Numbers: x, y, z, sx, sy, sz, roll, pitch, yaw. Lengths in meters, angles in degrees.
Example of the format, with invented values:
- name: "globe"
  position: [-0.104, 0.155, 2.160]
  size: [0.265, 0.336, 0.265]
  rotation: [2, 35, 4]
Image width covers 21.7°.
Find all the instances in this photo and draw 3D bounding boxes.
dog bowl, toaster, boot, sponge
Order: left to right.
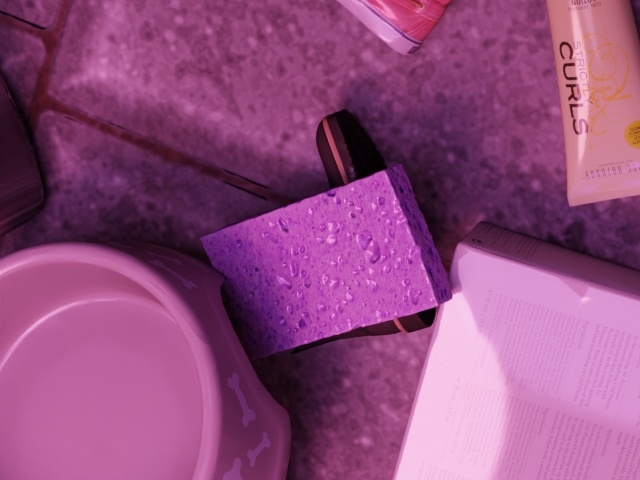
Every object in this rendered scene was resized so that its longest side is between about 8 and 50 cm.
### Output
- name: "toaster"
  position: [-0.332, -0.069, 1.461]
  size: [0.129, 0.146, 0.227]
  rotation: [-21, 95, 20]
- name: "dog bowl"
  position: [-0.202, 0.158, 1.382]
  size: [0.349, 0.102, 0.348]
  rotation: [-5, 75, 20]
- name: "boot"
  position: [0.000, 0.000, 1.422]
  size: [0.137, 0.077, 0.198]
  rotation: [-17, 96, 24]
- name: "sponge"
  position: [0.002, 0.021, 1.375]
  size: [0.210, 0.031, 0.117]
  rotation: [-19, 94, 38]

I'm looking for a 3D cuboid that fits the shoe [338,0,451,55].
- name: "shoe"
  position: [0.032, -0.237, 1.361]
  size: [0.178, 0.063, 0.081]
  rotation: [40, 111, -1]

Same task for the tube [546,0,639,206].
- name: "tube"
  position: [0.222, -0.148, 1.329]
  size: [0.070, 0.062, 0.240]
  rotation: [9, 116, 56]

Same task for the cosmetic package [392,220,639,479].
- name: "cosmetic package"
  position: [0.209, 0.206, 1.391]
  size: [0.284, 0.097, 0.377]
  rotation: [19, 107, 13]
